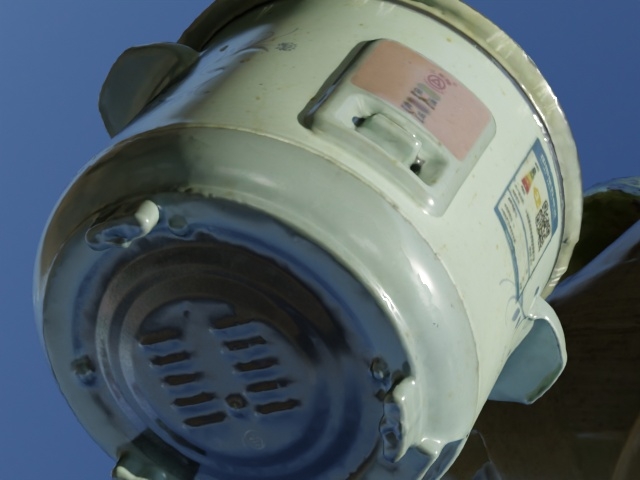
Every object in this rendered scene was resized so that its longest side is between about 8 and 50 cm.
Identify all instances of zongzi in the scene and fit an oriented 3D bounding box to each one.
[{"bbox_3d":[0.244,-0.009,1.304,0.467,0.218,0.500,15,-108,15],"label":"zongzi"}]

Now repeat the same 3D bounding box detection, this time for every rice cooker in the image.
[{"bbox_3d":[0.000,0.000,0.978,0.316,0.317,0.264,-99,-149,-45],"label":"rice cooker"}]

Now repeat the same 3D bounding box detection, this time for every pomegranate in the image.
[{"bbox_3d":[0.244,0.012,1.491,0.205,0.159,0.159,27,-108,36],"label":"pomegranate"}]
